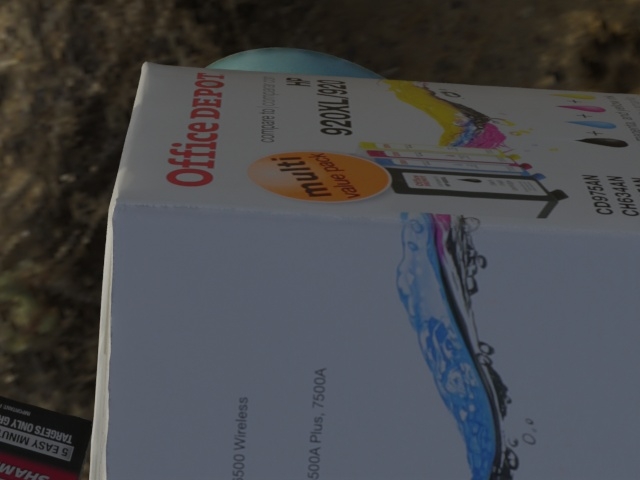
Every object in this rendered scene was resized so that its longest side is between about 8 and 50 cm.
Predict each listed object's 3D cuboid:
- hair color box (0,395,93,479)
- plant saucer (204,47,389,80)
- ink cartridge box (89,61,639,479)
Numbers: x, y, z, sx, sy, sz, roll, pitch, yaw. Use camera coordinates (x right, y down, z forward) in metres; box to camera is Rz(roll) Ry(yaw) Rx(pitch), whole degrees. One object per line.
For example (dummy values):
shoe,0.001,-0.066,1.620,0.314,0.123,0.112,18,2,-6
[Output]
hair color box,-0.280,0.262,1.232,0.185,0.374,0.113,17,136,-6
plant saucer,0.000,0.000,1.500,0.318,0.043,0.317,19,132,23
ink cartridge box,0.044,0.044,0.662,0.233,0.171,0.168,3,109,-2
